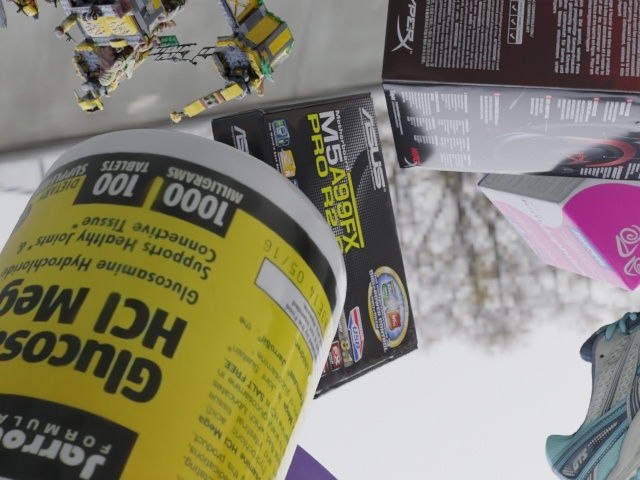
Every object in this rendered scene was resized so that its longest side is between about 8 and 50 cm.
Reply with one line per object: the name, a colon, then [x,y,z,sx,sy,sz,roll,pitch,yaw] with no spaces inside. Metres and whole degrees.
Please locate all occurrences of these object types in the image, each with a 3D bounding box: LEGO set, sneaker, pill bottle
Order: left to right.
pill bottle: [-0.115,0.117,0.774,0.188,0.188,0.334,-2,-134,24]
LEGO set: [-0.213,-0.221,1.588,0.331,0.255,0.192,11,-134,34]
sneaker: [0.259,0.079,1.143,0.122,0.283,0.110,33,-174,36]

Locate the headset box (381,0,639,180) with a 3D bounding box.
headset box: [0.203,-0.129,1.208,0.293,0.110,0.218,4,166,8]

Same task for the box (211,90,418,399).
box: [0.000,0.000,1.474,0.060,0.270,0.216,-8,-176,31]

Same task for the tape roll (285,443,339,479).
tape roll: [-0.034,0.222,1.264,0.080,0.189,0.189,-47,-156,-13]

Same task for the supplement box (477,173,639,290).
supplement box: [0.251,-0.041,1.424,0.114,0.111,0.220,-43,-167,-7]
